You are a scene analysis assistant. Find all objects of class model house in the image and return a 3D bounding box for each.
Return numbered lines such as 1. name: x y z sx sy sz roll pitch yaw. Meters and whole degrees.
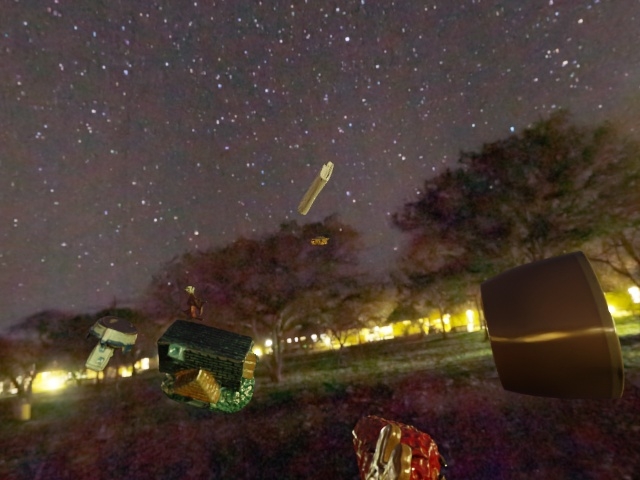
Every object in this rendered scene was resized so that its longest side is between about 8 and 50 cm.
1. model house: -0.305 0.348 1.159 0.261 0.226 0.241 13 -20 -3

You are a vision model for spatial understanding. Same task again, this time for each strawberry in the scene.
1. strawberry: 0.190 0.591 1.157 0.253 0.280 0.150 -39 -47 24

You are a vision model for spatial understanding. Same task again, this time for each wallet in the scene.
1. wallet: -0.011 -0.111 0.905 0.025 0.061 0.122 30 -44 -6

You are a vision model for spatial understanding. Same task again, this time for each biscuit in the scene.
1. biscuit: 0.133 0.576 0.964 0.044 0.295 0.186 16 1 -3

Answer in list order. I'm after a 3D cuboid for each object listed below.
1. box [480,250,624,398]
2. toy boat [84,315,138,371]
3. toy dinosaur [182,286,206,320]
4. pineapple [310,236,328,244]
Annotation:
1. box: 0.473 0.189 0.900 0.216 0.301 0.301 -14 -14 24
2. toy boat: -0.550 0.269 1.106 0.114 0.115 0.262 29 -11 -12
3. toy dinosaur: -0.380 0.191 1.263 0.032 0.108 0.220 -3 -14 -32
4. pineapple: 0.000 0.000 1.316 0.045 0.019 0.083 9 11 18
